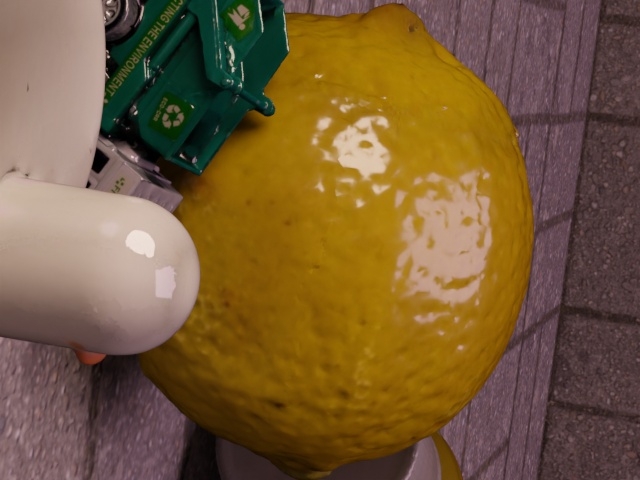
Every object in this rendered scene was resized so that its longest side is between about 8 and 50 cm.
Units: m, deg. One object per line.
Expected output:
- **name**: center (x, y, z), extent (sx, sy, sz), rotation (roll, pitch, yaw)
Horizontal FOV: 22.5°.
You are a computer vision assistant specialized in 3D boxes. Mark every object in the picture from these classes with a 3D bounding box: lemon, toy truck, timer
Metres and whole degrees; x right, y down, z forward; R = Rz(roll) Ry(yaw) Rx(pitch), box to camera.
- **lemon**: center (0.000, -0.002, 1.185), extent (0.336, 0.336, 0.336), rotation (9, 90, -73)
- **toy truck**: center (-0.104, -0.090, 1.020), extent (0.216, 0.116, 0.110), rotation (-53, 159, 4)
- **timer**: center (-0.166, -0.065, 0.739), extent (0.233, 0.240, 0.233), rotation (9, 90, -72)

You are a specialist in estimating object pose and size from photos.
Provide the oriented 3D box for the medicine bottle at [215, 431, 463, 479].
- **medicine bottle**: center (0.033, 0.263, 1.554), extent (0.384, 0.224, 0.224), rotation (70, 34, -57)
